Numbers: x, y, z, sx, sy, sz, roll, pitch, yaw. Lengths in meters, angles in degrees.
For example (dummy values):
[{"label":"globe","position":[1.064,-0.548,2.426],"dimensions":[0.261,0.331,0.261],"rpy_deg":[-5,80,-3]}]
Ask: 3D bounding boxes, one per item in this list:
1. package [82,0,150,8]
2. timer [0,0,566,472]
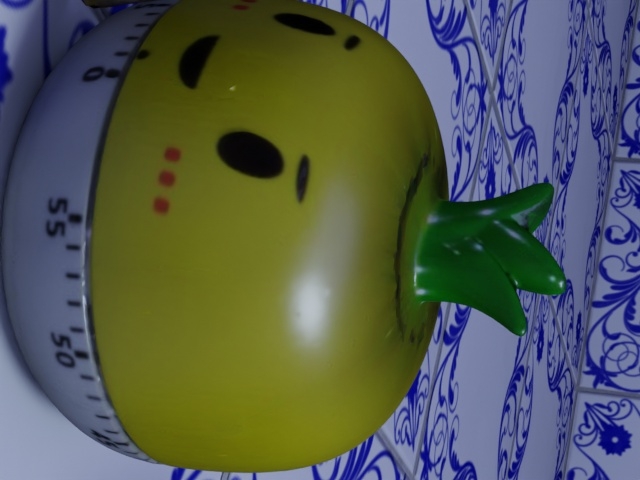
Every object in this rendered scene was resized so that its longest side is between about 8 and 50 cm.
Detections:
[{"label":"package","position":[-0.072,-0.284,0.609],"dimensions":[0.165,0.221,0.311],"rpy_deg":[17,77,-49]},{"label":"timer","position":[0.000,0.000,0.713],"dimensions":[0.285,0.285,0.285],"rpy_deg":[5,90,-70]}]
